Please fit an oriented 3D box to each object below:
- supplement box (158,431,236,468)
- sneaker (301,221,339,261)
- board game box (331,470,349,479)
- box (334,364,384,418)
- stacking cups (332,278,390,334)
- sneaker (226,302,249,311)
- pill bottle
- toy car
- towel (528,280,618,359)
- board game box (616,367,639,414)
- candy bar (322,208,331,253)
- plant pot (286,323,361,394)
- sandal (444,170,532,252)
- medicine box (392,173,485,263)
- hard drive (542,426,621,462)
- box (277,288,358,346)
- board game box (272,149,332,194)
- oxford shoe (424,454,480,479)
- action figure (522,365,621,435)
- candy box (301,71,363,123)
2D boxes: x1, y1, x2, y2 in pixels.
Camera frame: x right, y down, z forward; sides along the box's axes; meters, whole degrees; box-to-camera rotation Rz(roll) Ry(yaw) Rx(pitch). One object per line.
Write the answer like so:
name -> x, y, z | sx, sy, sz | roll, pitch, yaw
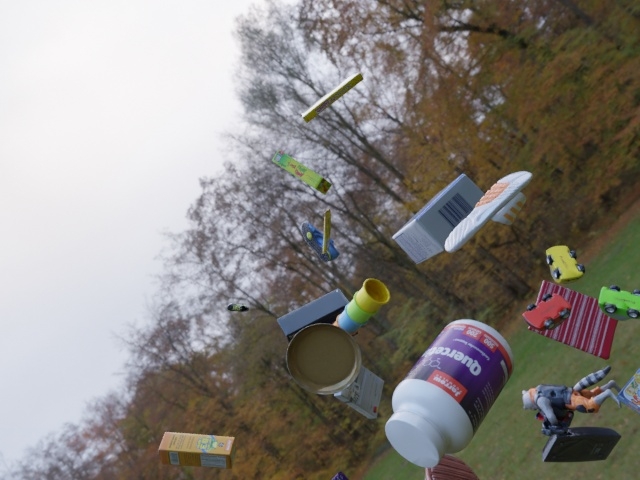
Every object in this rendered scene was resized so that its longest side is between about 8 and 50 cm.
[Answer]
supplement box -> -0.396, 0.680, 1.706 | 0.078, 0.234, 0.080 | -85, 0, -61
sneaker -> 0.000, 0.000, 2.230 | 0.082, 0.209, 0.069 | -24, -23, -38
board game box -> 0.100, 0.845, 1.446 | 0.208, 0.347, 0.056 | -48, -18, 7
box -> 0.140, 0.522, 1.859 | 0.038, 0.186, 0.145 | -25, 36, 44
stacking cups -> 0.095, 0.245, 1.679 | 0.096, 0.096, 0.316 | -26, -19, -48
sneaker -> -0.302, 0.246, 1.935 | 0.084, 0.031, 0.035 | 4, -6, -16
pill bottle -> 0.280, 0.328, 1.148 | 0.323, 0.181, 0.181 | -38, -19, -39
toy car -> 0.568, 0.125, 1.110 | 0.239, 0.225, 0.053 | -56, -35, -32
towel -> 0.879, 0.273, 1.818 | 0.031, 0.275, 0.198 | 83, -150, -67
board game box -> 0.996, 0.472, 1.527 | 0.136, 0.201, 0.035 | -40, -40, -18
candy bar -> 0.021, -0.027, 1.773 | 0.040, 0.018, 0.161 | -42, -38, -53
plant pot -> 0.011, 0.370, 1.659 | 0.236, 0.236, 0.032 | -50, 2, 10
sandal -> 0.415, -0.056, 1.273 | 0.265, 0.076, 0.102 | -46, 15, 10
medicine box -> 0.437, -0.072, 1.937 | 0.263, 0.149, 0.289 | -42, -2, -15
hard drive -> 0.972, 0.766, 1.976 | 0.255, 0.054, 0.171 | 1, -54, -6
box -> -0.007, 0.323, 1.971 | 0.261, 0.103, 0.184 | -26, -52, -11
board game box -> -0.058, -0.216, 1.671 | 0.043, 0.181, 0.092 | -57, -20, 4
oxford shoe -> 0.293, 0.631, 1.186 | 0.397, 0.141, 0.146 | -70, -5, -75
action figure -> 0.893, 0.549, 1.893 | 0.330, 0.178, 0.341 | -19, 0, 29
candy box -> 0.033, -0.422, 1.548 | 0.206, 0.027, 0.105 | -36, 20, 9
